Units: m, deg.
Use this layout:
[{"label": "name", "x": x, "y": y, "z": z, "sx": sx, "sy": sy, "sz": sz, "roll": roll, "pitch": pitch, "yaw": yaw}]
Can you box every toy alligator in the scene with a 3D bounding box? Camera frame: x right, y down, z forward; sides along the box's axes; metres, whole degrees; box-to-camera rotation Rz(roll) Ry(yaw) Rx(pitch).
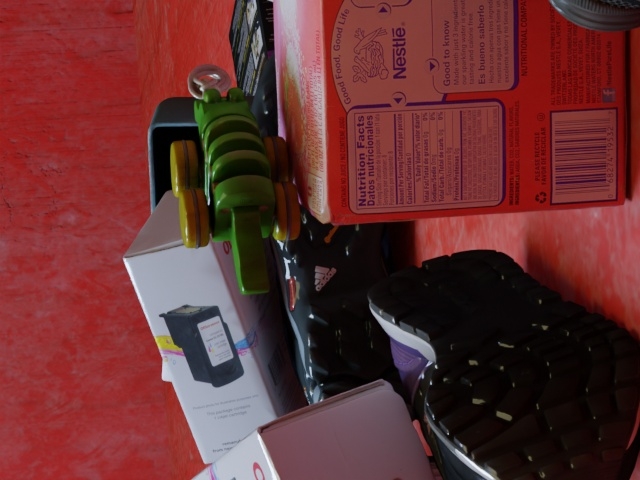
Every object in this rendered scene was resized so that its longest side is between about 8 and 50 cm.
[{"label": "toy alligator", "x": -0.046, "y": -0.050, "z": 0.929, "sx": 0.190, "sy": 0.056, "sz": 0.051, "roll": -105, "pitch": 15, "yaw": -49}]

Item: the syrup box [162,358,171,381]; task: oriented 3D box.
[{"label": "syrup box", "x": -0.082, "y": 0.024, "z": 1.699, "sx": 0.237, "sy": 0.093, "sz": 0.096, "roll": -83, "pitch": 0, "yaw": -52}]

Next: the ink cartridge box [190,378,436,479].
[{"label": "ink cartridge box", "x": -0.003, "y": 0.186, "z": 1.075, "sx": 0.154, "sy": 0.093, "sz": 0.212, "roll": 67, "pitch": 153, "yaw": 10}]

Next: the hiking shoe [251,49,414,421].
[{"label": "hiking shoe", "x": 0.000, "y": 0.000, "z": 1.360, "sx": 0.132, "sy": 0.113, "sz": 0.304, "roll": 133, "pitch": 132, "yaw": -74}]

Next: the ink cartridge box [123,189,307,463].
[{"label": "ink cartridge box", "x": -0.069, "y": 0.054, "z": 1.376, "sx": 0.127, "sy": 0.072, "sz": 0.175, "roll": -66, "pitch": -41, "yaw": -64}]

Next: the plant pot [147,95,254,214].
[{"label": "plant pot", "x": -0.059, "y": -0.043, "z": 1.545, "sx": 0.234, "sy": 0.165, "sz": 0.165, "roll": -111, "pitch": 20, "yaw": -73}]

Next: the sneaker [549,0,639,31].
[{"label": "sneaker", "x": 0.118, "y": -0.212, "z": 0.762, "sx": 0.130, "sy": 0.087, "sz": 0.227, "roll": 130, "pitch": 132, "yaw": -72}]

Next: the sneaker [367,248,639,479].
[{"label": "sneaker", "x": 0.106, "y": 0.100, "z": 0.953, "sx": 0.283, "sy": 0.107, "sz": 0.124, "roll": -117, "pitch": 10, "yaw": -72}]

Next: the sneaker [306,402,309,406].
[{"label": "sneaker", "x": 0.016, "y": 0.234, "z": 1.377, "sx": 0.146, "sy": 0.122, "sz": 0.330, "roll": 108, "pitch": 149, "yaw": -54}]

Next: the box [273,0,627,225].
[{"label": "box", "x": 0.055, "y": -0.166, "z": 0.916, "sx": 0.142, "sy": 0.154, "sz": 0.300, "roll": -140, "pitch": 47, "yaw": -75}]

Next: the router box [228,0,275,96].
[{"label": "router box", "x": -0.048, "y": -0.180, "z": 1.728, "sx": 0.179, "sy": 0.046, "sz": 0.133, "roll": 109, "pitch": 154, "yaw": -64}]

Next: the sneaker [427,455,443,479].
[{"label": "sneaker", "x": 0.029, "y": 0.220, "z": 1.236, "sx": 0.226, "sy": 0.086, "sz": 0.163, "roll": 0, "pitch": 96, "yaw": 58}]
